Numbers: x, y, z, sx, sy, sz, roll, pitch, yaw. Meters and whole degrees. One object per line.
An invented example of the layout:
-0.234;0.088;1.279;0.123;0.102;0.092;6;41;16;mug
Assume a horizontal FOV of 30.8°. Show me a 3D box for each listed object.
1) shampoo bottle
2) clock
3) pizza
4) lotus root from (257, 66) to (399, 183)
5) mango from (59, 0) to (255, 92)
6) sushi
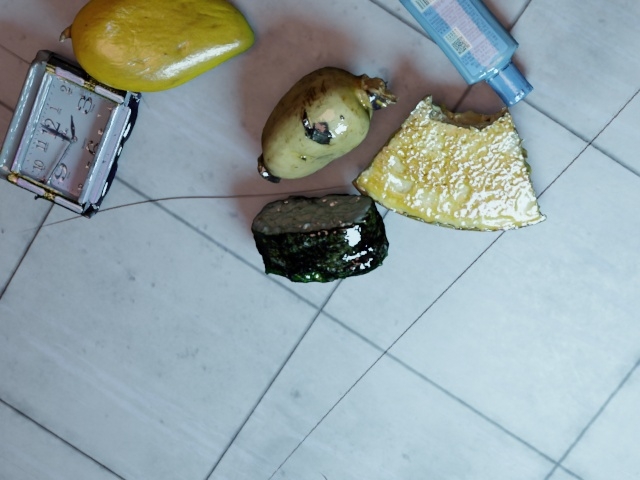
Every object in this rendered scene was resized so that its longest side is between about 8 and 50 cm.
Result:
0.239;-0.324;1.847;0.104;0.061;0.258;-39;96;16;shampoo bottle
-0.430;-0.179;1.982;0.186;0.083;0.253;25;107;2;clock
0.219;-0.129;1.891;0.324;0.089;0.223;10;112;4;pizza
-0.006;-0.192;1.875;0.257;0.154;0.140;-38;102;20;lotus root
-0.267;-0.332;1.894;0.317;0.119;0.176;-7;87;-3;mango
0.000;0.000;1.924;0.225;0.124;0.127;-2;124;25;sushi
